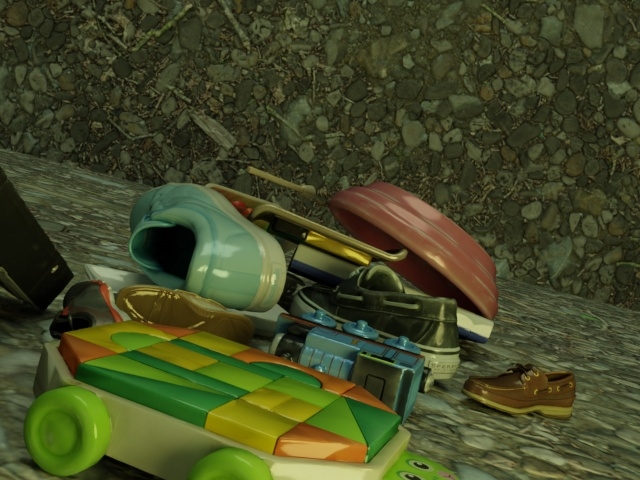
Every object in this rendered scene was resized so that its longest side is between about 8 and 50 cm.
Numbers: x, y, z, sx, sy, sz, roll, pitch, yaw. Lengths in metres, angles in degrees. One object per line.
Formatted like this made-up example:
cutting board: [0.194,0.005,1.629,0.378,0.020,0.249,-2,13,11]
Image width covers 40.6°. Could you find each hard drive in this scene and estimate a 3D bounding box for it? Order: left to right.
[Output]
hard drive: [-0.372,-0.059,0.813,0.237,0.064,0.339,35,-17,8]
hard drive: [0.102,0.087,1.401,0.318,0.040,0.210,22,-5,-2]

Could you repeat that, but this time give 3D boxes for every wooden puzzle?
wooden puzzle: [0.000,0.000,1.354,0.238,0.044,0.221,18,-4,-6]

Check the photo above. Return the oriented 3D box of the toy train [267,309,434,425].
toy train: [0.027,0.129,0.918,0.184,0.080,0.105,16,11,16]

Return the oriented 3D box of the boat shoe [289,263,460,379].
boat shoe: [0.079,0.092,1.188,0.121,0.119,0.335,10,3,-37]

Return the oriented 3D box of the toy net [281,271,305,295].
toy net: [-0.099,0.060,1.517,0.122,0.045,0.232,23,1,-43]

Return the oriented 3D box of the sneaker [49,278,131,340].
sneaker: [-0.238,0.075,0.857,0.065,0.061,0.158,4,10,-33]

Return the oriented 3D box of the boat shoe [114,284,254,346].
boat shoe: [-0.158,0.087,0.964,0.170,0.063,0.059,23,-3,-33]

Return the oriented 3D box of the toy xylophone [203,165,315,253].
toy xylophone: [-0.149,-0.039,1.591,0.236,0.081,0.322,-29,-22,33]

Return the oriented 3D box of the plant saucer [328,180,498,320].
plant saucer: [0.166,0.009,1.436,0.332,0.084,0.332,37,-7,5]

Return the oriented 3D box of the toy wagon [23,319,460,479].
toy wagon: [-0.035,0.142,0.644,0.344,0.068,0.267,16,6,16]

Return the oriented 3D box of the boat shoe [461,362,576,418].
boat shoe: [0.248,0.180,1.072,0.178,0.060,0.064,11,6,-32]

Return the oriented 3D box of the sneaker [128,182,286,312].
sneaker: [-0.194,-0.011,1.142,0.150,0.135,0.366,15,3,-38]

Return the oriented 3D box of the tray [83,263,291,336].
tray: [-0.169,0.082,1.120,0.270,0.030,0.145,13,5,-22]
